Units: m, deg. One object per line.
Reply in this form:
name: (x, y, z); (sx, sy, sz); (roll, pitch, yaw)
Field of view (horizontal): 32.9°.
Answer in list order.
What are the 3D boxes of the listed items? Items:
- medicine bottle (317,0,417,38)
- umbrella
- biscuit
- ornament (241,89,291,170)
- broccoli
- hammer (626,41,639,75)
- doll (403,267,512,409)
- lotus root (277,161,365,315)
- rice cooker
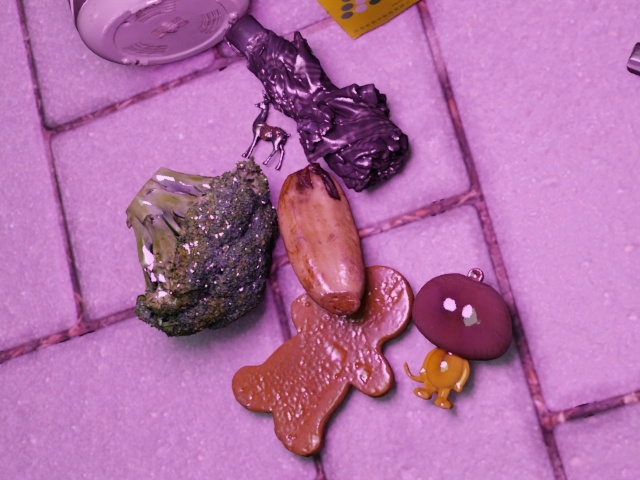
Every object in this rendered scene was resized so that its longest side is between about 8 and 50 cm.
medicine bottle: (0.044, -0.415, 1.542); (0.137, 0.250, 0.141); (-22, 72, 16)
umbrella: (-0.001, -0.223, 1.587); (0.154, 0.128, 0.337); (-22, 65, -24)
biscuit: (0.021, 0.163, 1.558); (0.197, 0.049, 0.301); (43, 97, 22)
ornament: (-0.075, -0.177, 1.663); (0.073, 0.028, 0.125); (19, 89, 22)
broccoli: (-0.173, 0.007, 1.550); (0.241, 0.261, 0.269); (41, 130, 2)
hammer: (0.543, -0.374, 1.466); (0.111, 0.043, 0.365); (26, 89, 22)
doll: (0.178, 0.128, 1.488); (0.145, 0.096, 0.188); (47, 108, 26)
lotus root: (0.000, 0.000, 1.546); (0.110, 0.097, 0.258); (-9, 51, -6)
rice cooker: (-0.263, -0.433, 1.639); (0.288, 0.288, 0.277); (-22, 76, 15)
